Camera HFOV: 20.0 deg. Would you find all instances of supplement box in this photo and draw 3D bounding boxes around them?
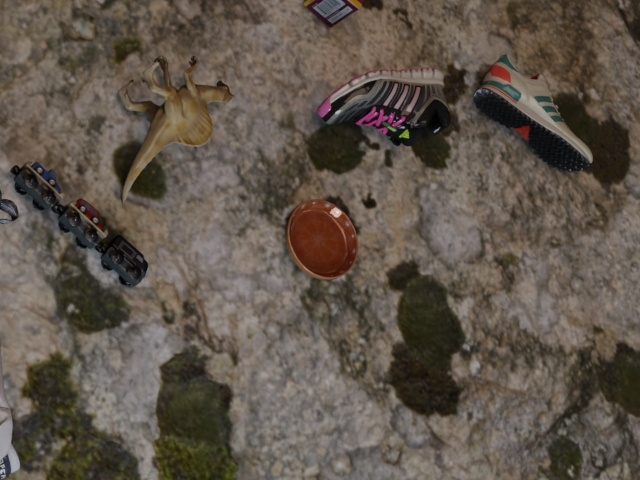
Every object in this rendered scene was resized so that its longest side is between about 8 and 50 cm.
[{"bbox_3d":[0.025,-0.274,1.909,0.043,0.055,0.083,37,57,-19],"label":"supplement box"}]

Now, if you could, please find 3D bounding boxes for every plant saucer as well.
[{"bbox_3d":[0.000,0.000,1.816,0.083,0.013,0.084,13,65,-30],"label":"plant saucer"}]

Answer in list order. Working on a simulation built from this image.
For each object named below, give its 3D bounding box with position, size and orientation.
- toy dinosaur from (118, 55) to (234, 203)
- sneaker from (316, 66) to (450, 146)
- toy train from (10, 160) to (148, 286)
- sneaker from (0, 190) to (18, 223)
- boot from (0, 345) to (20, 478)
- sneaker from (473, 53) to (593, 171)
[{"bbox_3d":[-0.146,-0.123,1.740,0.093,0.053,0.183,50,53,-10],"label":"toy dinosaur"},{"bbox_3d":[0.073,-0.133,1.883,0.170,0.063,0.075,-11,73,-41],"label":"sneaker"},{"bbox_3d":[-0.220,-0.019,1.667,0.158,0.027,0.036,43,51,-14],"label":"toy train"},{"bbox_3d":[-0.379,-0.054,1.532,0.268,0.101,0.153,40,55,-23],"label":"sneaker"},{"bbox_3d":[-0.304,0.193,1.487,0.123,0.095,0.258,3,70,-26],"label":"boot"},{"bbox_3d":[0.247,-0.144,2.007,0.161,0.057,0.075,34,63,-16],"label":"sneaker"}]
